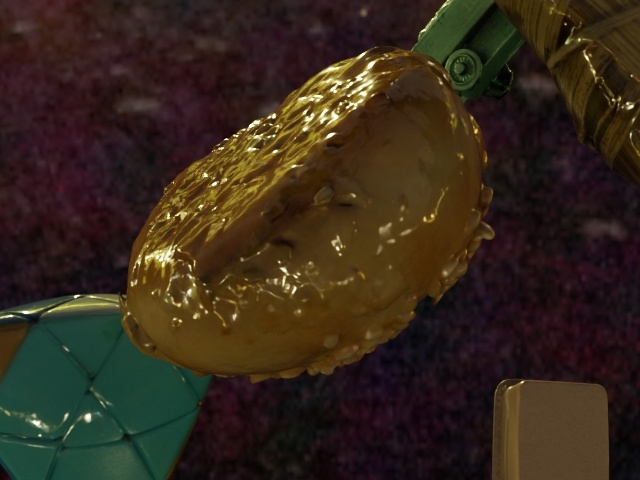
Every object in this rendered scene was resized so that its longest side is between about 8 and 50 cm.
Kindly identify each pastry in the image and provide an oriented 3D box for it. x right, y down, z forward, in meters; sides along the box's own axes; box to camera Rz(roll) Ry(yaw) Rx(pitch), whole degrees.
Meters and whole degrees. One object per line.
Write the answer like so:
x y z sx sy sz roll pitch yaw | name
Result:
0.000 0.000 1.209 0.316 0.184 0.284 -35 20 13 | pastry

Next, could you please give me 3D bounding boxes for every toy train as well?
0.161 -0.206 1.431 0.070 0.172 0.099 5 41 -55 | toy train

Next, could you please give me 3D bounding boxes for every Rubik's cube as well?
-0.203 0.109 1.317 0.254 0.254 0.254 -3 38 2 | Rubik's cube

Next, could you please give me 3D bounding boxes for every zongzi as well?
0.248 -0.217 1.089 0.286 0.134 0.288 -41 83 5 | zongzi

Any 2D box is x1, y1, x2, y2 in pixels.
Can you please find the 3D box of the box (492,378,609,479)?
0.183 0.166 1.199 0.089 0.062 0.122 4 73 -5 | box
